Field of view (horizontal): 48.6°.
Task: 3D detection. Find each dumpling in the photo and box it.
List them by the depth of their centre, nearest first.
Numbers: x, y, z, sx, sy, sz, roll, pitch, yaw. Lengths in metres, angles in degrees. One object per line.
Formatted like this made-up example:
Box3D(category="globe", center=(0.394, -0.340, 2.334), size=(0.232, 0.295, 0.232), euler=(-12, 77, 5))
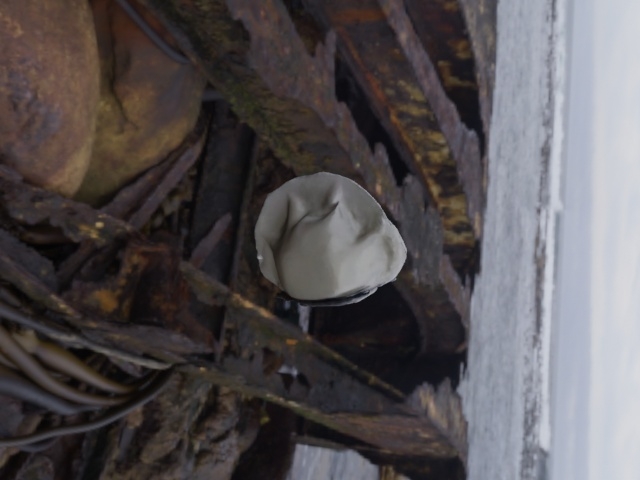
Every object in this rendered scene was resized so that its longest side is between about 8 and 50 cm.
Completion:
Box3D(category="dumpling", center=(-0.004, 0.016, 1.183), size=(0.205, 0.292, 0.163), euler=(59, 42, -39))
